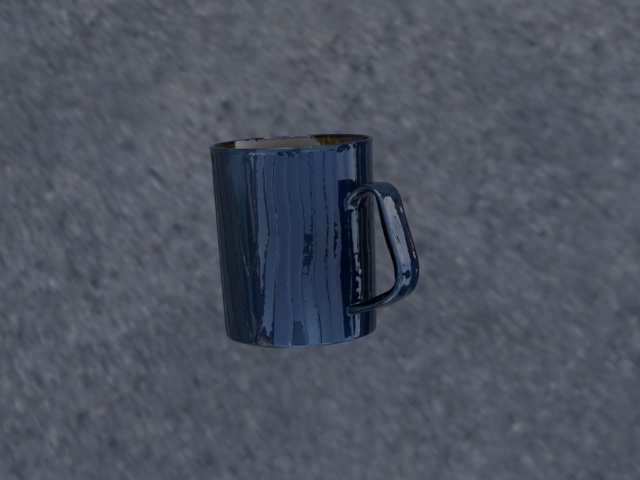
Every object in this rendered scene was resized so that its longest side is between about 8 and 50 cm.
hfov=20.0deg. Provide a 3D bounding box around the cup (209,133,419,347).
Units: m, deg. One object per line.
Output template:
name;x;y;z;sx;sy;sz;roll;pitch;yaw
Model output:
cup;-0.011;0.001;1.252;0.113;0.150;0.138;-6;98;-20
